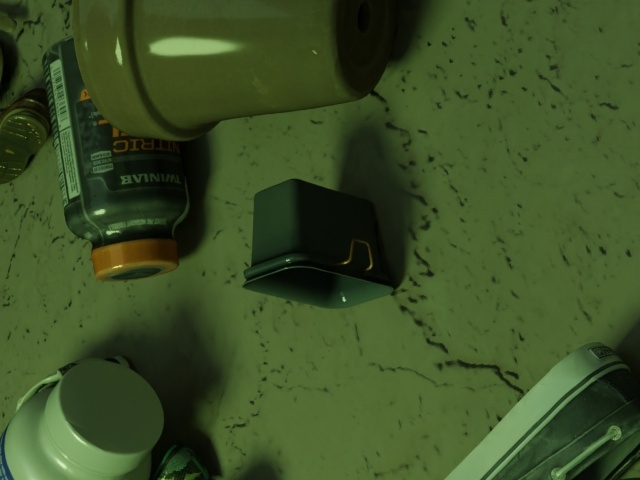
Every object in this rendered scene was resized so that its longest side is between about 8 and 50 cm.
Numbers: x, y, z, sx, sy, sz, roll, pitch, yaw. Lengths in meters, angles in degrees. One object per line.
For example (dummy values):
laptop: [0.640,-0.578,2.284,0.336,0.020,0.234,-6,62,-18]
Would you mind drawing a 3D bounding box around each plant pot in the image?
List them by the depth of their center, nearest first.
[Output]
plant pot: [-0.059,-0.213,1.356,0.229,0.263,0.263,8,95,24]

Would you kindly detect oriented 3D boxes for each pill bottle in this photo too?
pill bottle: [-0.264,0.244,1.522,0.272,0.152,0.152,-53,56,40]
pill bottle: [-0.206,-0.084,1.539,0.130,0.130,0.245,-19,77,41]

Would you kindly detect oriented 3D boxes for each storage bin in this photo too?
storage bin: [0.000,0.000,1.352,0.098,0.135,0.091,-20,66,41]

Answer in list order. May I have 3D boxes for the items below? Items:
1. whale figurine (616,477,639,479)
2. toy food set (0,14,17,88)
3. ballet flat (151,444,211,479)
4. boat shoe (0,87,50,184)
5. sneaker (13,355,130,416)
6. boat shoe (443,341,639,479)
whale figurine: [0.247,0.302,1.127,0.216,0.141,0.272,-1,113,14]
toy food set: [-0.413,-0.184,1.788,0.132,0.038,0.192,28,94,47]
ballet flat: [-0.170,0.295,1.548,0.070,0.070,0.188,53,126,30]
boat shoe: [-0.360,-0.119,1.737,0.178,0.064,0.060,-32,34,46]
sneaker: [-0.303,0.199,1.647,0.235,0.095,0.090,-46,62,34]
boat shoe: [0.165,0.222,1.214,0.301,0.108,0.102,-52,55,21]
